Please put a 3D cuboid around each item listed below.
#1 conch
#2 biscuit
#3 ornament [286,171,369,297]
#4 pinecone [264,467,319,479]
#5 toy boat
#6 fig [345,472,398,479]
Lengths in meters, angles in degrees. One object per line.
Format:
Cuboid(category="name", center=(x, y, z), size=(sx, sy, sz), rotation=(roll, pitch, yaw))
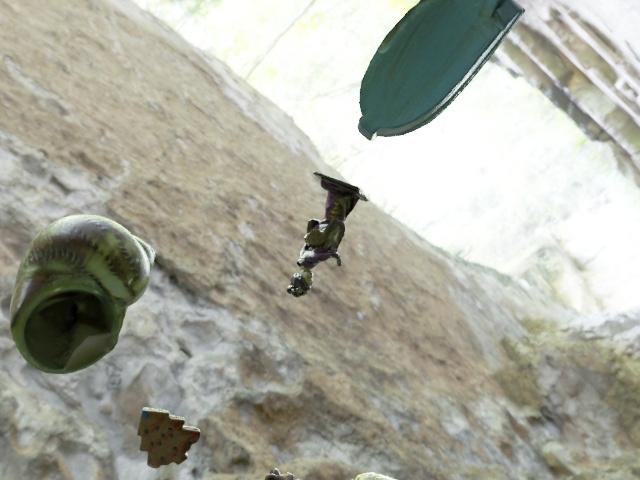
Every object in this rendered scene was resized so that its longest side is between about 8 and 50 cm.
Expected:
Cuboid(category="conch", center=(-0.299, 0.059, 0.821), size=(0.124, 0.182, 0.187), rotation=(-154, 52, -73))
Cuboid(category="biscuit", center=(-0.298, 0.369, 1.207), size=(0.130, 0.119, 0.019), rotation=(54, 179, -11))
Cuboid(category="ornament", center=(0.009, 0.000, 1.027), size=(0.081, 0.203, 0.088), rotation=(15, 171, 20))
Cuboid(category="pinecone", center=(-0.027, 0.427, 0.835), size=(0.272, 0.224, 0.224), rotation=(43, -158, -4))
Cuboid(category="toy boat", center=(0.111, -0.179, 0.643), size=(0.088, 0.215, 0.102), rotation=(44, -149, 2))
Cuboid(category="fig", center=(0.089, 0.517, 1.027), size=(0.217, 0.217, 0.321), rotation=(44, 180, -1))
